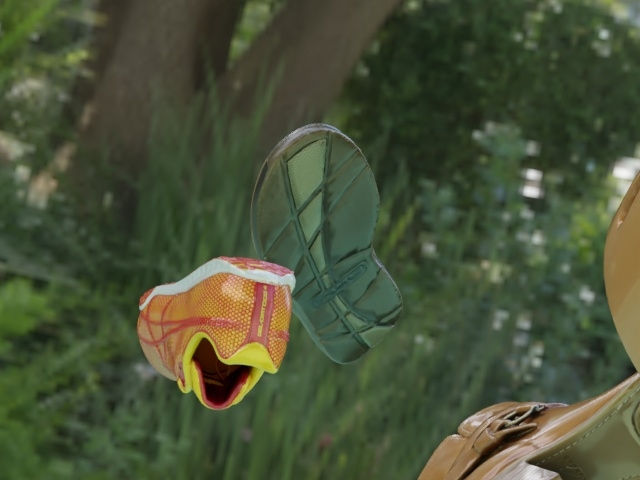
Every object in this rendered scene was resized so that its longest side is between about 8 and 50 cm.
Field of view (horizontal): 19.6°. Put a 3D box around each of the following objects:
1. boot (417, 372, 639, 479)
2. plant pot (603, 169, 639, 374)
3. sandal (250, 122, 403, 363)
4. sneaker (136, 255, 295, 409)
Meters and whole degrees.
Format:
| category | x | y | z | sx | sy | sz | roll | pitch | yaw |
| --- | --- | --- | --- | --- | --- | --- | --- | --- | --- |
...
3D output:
| category | x | y | z | sx | sy | sz | roll | pitch | yaw |
| --- | --- | --- | --- | --- | --- | --- | --- | --- | --- |
| boot | 0.215 | 0.161 | 1.503 | 0.109 | 0.283 | 0.220 | 53 | -14 | -13 |
| plant pot | 0.297 | 0.000 | 1.041 | 0.291 | 0.291 | 0.203 | 16 | -35 | -23 |
| sandal | 0.000 | 0.000 | 1.222 | 0.060 | 0.090 | 0.219 | 48 | -9 | 36 |
| sneaker | -0.062 | 0.056 | 0.959 | 0.064 | 0.067 | 0.175 | 13 | -16 | -12 |
